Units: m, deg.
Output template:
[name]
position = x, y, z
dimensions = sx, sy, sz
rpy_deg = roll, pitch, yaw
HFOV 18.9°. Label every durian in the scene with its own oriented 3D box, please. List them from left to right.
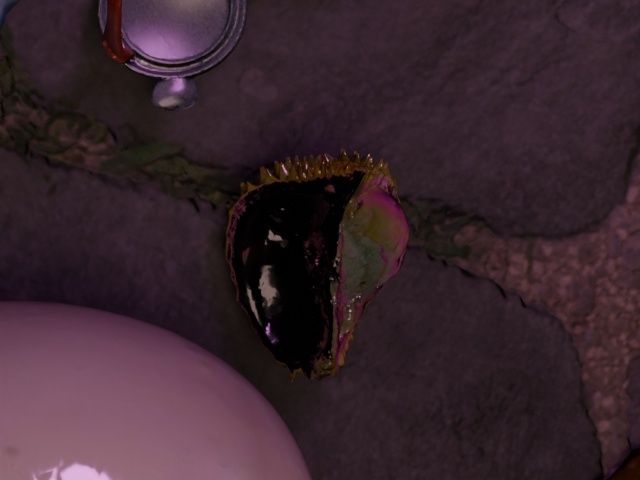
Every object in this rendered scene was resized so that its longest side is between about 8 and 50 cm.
[durian]
position = 0.003, -0.001, 1.386
dimensions = 0.108, 0.119, 0.186
rpy_deg = -29, 134, -46

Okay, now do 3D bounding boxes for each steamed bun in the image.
[steamed bun]
position = -0.181, 0.196, 1.263
dimensions = 0.374, 0.334, 0.333
rpy_deg = 10, 105, -17

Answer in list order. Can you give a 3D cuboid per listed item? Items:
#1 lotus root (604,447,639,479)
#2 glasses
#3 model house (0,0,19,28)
[lotus root]
position = 0.307, 0.342, 1.571
dimensions = 0.375, 0.111, 0.390
rpy_deg = -3, 110, -10
[glasses]
position = -0.041, -0.185, 1.210
dimensions = 0.234, 0.268, 0.118
rpy_deg = -35, 95, 0
[model house]
position = -0.296, -0.322, 0.961
dimensions = 0.360, 0.339, 0.297
rpy_deg = 34, 88, 19
